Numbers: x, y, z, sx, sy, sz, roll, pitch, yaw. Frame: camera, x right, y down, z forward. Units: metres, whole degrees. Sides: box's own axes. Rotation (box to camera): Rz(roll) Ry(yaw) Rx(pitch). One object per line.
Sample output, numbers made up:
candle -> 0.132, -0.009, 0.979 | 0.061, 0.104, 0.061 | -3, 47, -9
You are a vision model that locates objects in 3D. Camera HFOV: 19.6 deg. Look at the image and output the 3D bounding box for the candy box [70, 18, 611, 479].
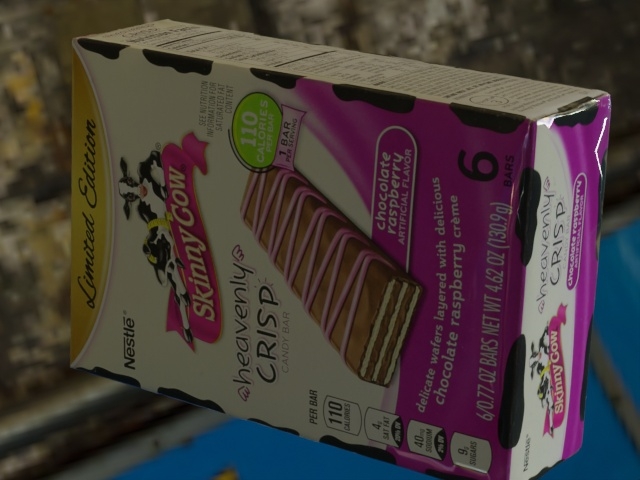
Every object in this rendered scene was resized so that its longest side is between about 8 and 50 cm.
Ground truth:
candy box -> 0.000, 0.000, 0.798 | 0.233, 0.159, 0.071 | 13, -161, 33
